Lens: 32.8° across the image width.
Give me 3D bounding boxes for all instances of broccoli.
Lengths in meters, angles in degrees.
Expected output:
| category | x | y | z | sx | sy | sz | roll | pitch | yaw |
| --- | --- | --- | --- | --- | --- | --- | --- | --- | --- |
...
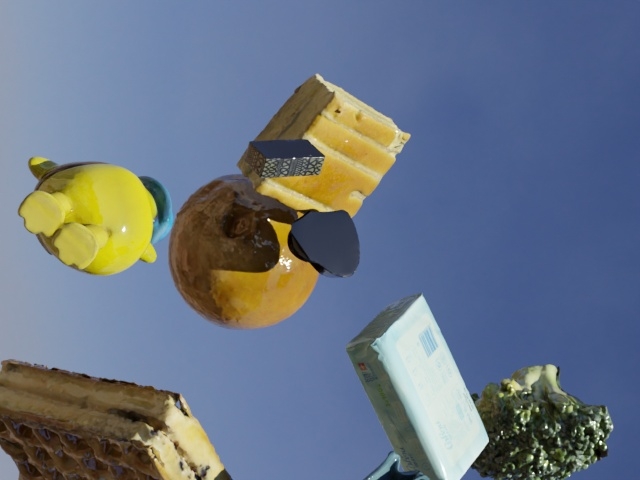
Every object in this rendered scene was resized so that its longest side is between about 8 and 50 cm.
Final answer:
| category | x | y | z | sx | sy | sz | roll | pitch | yaw |
| --- | --- | --- | --- | --- | --- | --- | --- | --- | --- |
| broccoli | 0.375 | 0.314 | 1.966 | 0.248 | 0.288 | 0.246 | 77 | 17 | -50 |

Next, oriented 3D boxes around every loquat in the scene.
| category | x | y | z | sx | sy | sz | roll | pitch | yaw |
| --- | --- | --- | --- | --- | --- | --- | --- | --- | --- |
| loquat | -0.157 | 0.026 | 2.212 | 0.328 | 0.328 | 0.328 | 178 | -90 | -69 |

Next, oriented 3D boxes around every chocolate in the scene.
| category | x | y | z | sx | sy | sz | roll | pitch | yaw |
| --- | --- | --- | --- | --- | --- | --- | --- | --- | --- |
| chocolate | 0.000 | 0.000 | 1.998 | 0.080 | 0.148 | 0.125 | -30 | -147 | 60 |

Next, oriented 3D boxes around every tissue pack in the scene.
| category | x | y | z | sx | sy | sz | roll | pitch | yaw |
| --- | --- | --- | --- | --- | --- | --- | --- | --- | --- |
| tissue pack | 0.149 | 0.235 | 1.664 | 0.089 | 0.177 | 0.263 | -18 | -79 | 36 |

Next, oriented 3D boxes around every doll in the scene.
| category | x | y | z | sx | sy | sz | roll | pitch | yaw |
| --- | --- | --- | --- | --- | --- | --- | --- | --- | --- |
| doll | -0.284 | -0.044 | 1.404 | 0.145 | 0.199 | 0.363 | -44 | -178 | 8 |

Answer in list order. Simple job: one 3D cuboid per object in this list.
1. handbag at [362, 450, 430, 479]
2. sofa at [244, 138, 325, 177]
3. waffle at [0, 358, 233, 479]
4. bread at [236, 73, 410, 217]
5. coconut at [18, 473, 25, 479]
| category | x | y | z | sx | sy | sz | roll | pitch | yaw |
| --- | --- | --- | --- | --- | --- | --- | --- | --- | --- |
| handbag | 0.047 | 0.372 | 1.288 | 0.062 | 0.179 | 0.229 | 33 | -43 | 28 |
| sofa | -0.058 | -0.132 | 1.740 | 0.060 | 0.118 | 0.039 | 48 | -50 | 39 |
| waffle | -0.262 | 0.257 | 1.327 | 0.308 | 0.091 | 0.213 | 6 | -46 | 33 |
| bread | 0.015 | -0.160 | 2.015 | 0.239 | 0.246 | 0.111 | -49 | -135 | 15 |
| coconut | -0.391 | 0.450 | 1.859 | 0.329 | 0.328 | 0.329 | 178 | -90 | -69 |
